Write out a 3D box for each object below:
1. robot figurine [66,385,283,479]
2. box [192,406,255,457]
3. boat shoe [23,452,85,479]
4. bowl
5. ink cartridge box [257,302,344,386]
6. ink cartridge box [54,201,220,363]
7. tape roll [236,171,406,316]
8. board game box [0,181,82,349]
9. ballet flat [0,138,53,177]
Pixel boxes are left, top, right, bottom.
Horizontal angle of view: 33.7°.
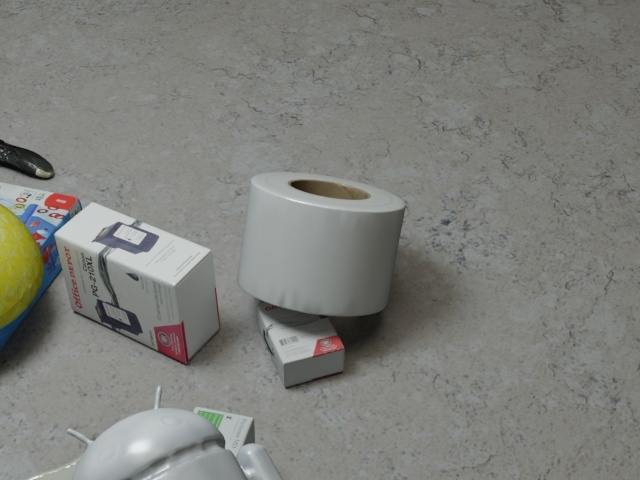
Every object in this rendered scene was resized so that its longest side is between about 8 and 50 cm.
[{"bbox_3d":[-0.164,0.347,1.242,0.300,0.199,0.353,-19,69,-36],"label":"robot figurine"},{"bbox_3d":[-0.142,0.299,1.424,0.087,0.102,0.101,10,40,9],"label":"box"},{"bbox_3d":[-0.324,0.335,1.403,0.095,0.079,0.254,28,46,33],"label":"boat shoe"},{"bbox_3d":[-0.575,0.010,1.598,0.290,0.156,0.289,0,41,0],"label":"bowl"},{"bbox_3d":[-0.032,0.151,1.631,0.099,0.056,0.135,-13,41,-15],"label":"ink cartridge box"},{"bbox_3d":[-0.284,0.063,1.649,0.237,0.171,0.100,21,45,24],"label":"ink cartridge box"},{"bbox_3d":[0.000,0.000,1.654,0.246,0.169,0.246,9,15,-2],"label":"tape roll"},{"bbox_3d":[-0.601,0.022,1.769,0.308,0.086,0.302,11,41,13],"label":"board game box"},{"bbox_3d":[-0.583,-0.153,2.020,0.173,0.049,0.057,22,18,18],"label":"ballet flat"}]
